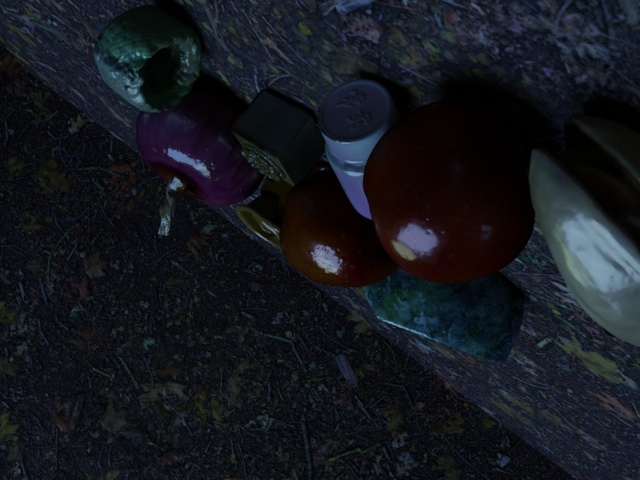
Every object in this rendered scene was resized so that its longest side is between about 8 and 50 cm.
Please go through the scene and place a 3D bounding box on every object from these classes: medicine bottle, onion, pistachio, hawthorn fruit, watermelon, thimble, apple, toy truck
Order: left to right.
[{"bbox_3d":[-0.372,-0.392,1.429,0.150,0.219,0.219,36,168,17],"label":"thimble"},{"bbox_3d":[-0.315,-0.227,1.722,0.358,0.345,0.358,9,139,8],"label":"onion"},{"bbox_3d":[-0.053,-0.080,1.691,0.288,0.212,0.204,24,162,36],"label":"toy truck"},{"bbox_3d":[0.081,-0.015,1.421,0.330,0.287,0.287,26,164,44],"label":"hawthorn fruit"},{"bbox_3d":[0.091,-0.152,1.161,0.152,0.152,0.254,31,166,29],"label":"medicine bottle"},{"bbox_3d":[0.284,0.133,1.585,0.387,0.229,0.258,26,176,8],"label":"watermelon"},{"bbox_3d":[0.185,-0.064,0.959,0.260,0.216,0.260,56,-163,-27],"label":"apple"},{"bbox_3d":[0.373,-0.008,0.800,0.318,0.193,0.214,53,-177,-7],"label":"pistachio"}]

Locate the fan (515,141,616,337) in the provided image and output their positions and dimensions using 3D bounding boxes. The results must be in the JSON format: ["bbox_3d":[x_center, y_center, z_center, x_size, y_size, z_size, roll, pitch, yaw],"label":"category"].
[{"bbox_3d":[0.359,0.000,0.952,0.011,0.230,0.335,-26,108,28],"label":"fan"}]

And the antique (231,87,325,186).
[{"bbox_3d":[-0.092,-0.218,1.457,0.146,0.148,0.152,34,171,24],"label":"antique"}]
